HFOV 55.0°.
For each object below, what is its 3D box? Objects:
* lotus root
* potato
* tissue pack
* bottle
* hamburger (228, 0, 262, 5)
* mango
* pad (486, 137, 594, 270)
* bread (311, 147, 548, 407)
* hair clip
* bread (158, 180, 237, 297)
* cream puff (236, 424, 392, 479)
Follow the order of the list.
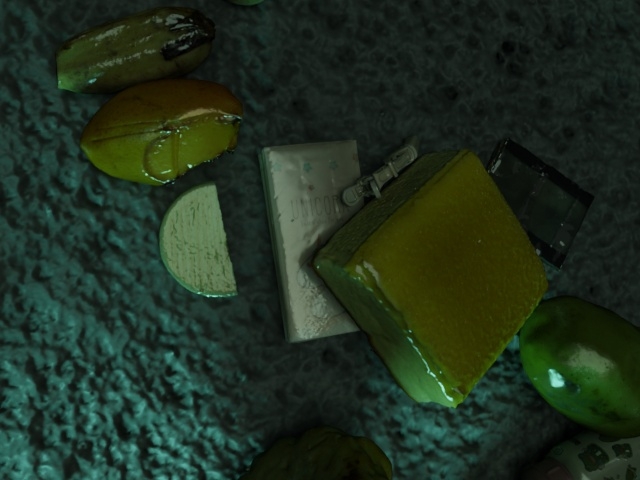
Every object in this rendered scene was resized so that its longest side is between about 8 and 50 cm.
[{"bbox_3d":[-0.288,-0.295,0.957,0.259,0.097,0.110,-16,90,-7],"label":"lotus root"},{"bbox_3d":[0.485,0.225,1.094,0.304,0.216,0.215,26,83,-16],"label":"potato"},{"bbox_3d":[0.000,0.000,1.038,0.170,0.071,0.325,-9,91,-17],"label":"tissue pack"},{"bbox_3d":[0.491,0.423,1.142,0.253,0.120,0.120,-20,95,-13],"label":"bottle"},{"bbox_3d":[-0.133,-0.455,1.005,0.141,0.081,0.126,20,87,-26],"label":"hamburger"},{"bbox_3d":[-0.242,-0.169,0.952,0.252,0.126,0.153,-13,108,-7],"label":"mango"},{"bbox_3d":[0.404,-0.067,1.172,0.233,0.022,0.174,30,82,-13],"label":"pad"},{"bbox_3d":[0.195,0.056,1.018,0.333,0.143,0.323,-41,107,-27],"label":"bread"},{"bbox_3d":[0.125,-0.127,1.039,0.226,0.072,0.034,-42,112,-36],"label":"hair clip"},{"bbox_3d":[-0.207,0.007,1.006,0.112,0.036,0.192,-12,96,-10],"label":"bread"},{"bbox_3d":[0.000,0.473,0.944,0.324,0.291,0.257,-49,125,-29],"label":"cream puff"}]
